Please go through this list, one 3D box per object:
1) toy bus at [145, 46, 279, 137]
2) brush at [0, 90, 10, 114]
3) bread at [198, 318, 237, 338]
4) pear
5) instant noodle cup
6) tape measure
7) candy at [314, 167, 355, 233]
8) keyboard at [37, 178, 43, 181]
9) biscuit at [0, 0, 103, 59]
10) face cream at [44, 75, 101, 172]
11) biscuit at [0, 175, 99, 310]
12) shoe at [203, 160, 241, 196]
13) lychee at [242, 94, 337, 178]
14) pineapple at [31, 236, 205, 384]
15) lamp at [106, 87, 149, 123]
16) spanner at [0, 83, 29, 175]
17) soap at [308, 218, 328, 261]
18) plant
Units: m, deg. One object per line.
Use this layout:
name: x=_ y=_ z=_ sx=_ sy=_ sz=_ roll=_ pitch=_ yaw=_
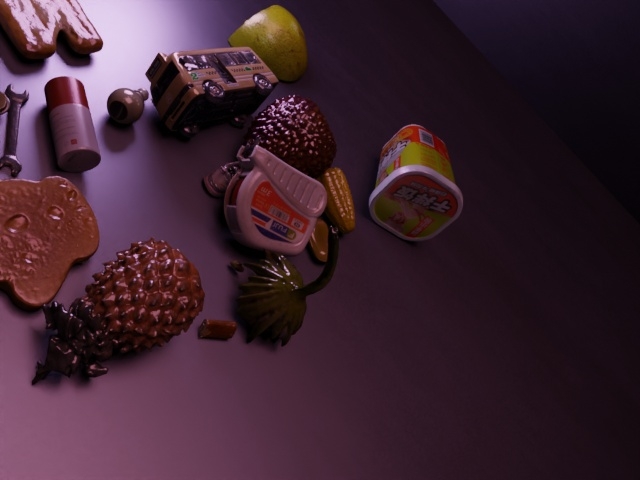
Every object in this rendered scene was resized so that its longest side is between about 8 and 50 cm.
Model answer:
toy bus: x=-0.301 y=-0.428 z=1.746 sx=0.202 sy=0.177 sz=0.365 roll=54 pitch=37 yaw=6
brush: x=-0.778 y=-0.402 z=1.450 sx=0.062 sy=0.027 sz=0.266 roll=-15 pitch=69 yaw=-22
bread: x=-0.241 y=0.206 z=1.460 sx=0.083 sy=0.047 sz=0.036 roll=12 pitch=24 yaw=-36
pear: x=-0.129 y=-0.655 z=2.093 sx=0.239 sy=0.139 sz=0.288 roll=55 pitch=44 yaw=-6
instant noodle cup: x=0.311 y=-0.205 z=2.055 sx=0.294 sy=0.294 sz=0.308 roll=30 pitch=40 yaw=-19
tape measure: x=-0.128 y=-0.099 z=1.641 sx=0.258 sy=0.130 sz=0.265 roll=29 pitch=82 yaw=-33
candy: x=0.050 y=-0.113 z=1.877 sx=0.094 sy=0.106 sz=0.199 roll=4 pitch=62 yaw=-59
keyboard: x=-0.654 y=-0.085 z=1.342 sx=0.195 sy=0.018 sz=0.060 roll=-34 pitch=89 yaw=-46
biscuit: x=-0.723 y=-0.592 z=1.604 sx=0.237 sy=0.062 sz=0.291 roll=-29 pitch=82 yaw=-47
face cream: x=-0.587 y=-0.275 z=1.471 sx=0.095 sy=0.096 sz=0.214 roll=-1 pitch=62 yaw=-40
biscuit: x=-0.615 y=0.007 z=1.277 sx=0.343 sy=0.057 sz=0.287 roll=-20 pitch=80 yaw=-46
shoe: x=-0.225 y=-0.175 z=1.699 sx=0.180 sy=0.092 sz=0.089 roll=-6 pitch=65 yaw=-42
lychee: x=-0.096 y=-0.279 z=1.785 sx=0.271 sy=0.271 sz=0.271 roll=21 pitch=50 yaw=-27
pineapple: x=-0.423 y=0.153 z=1.251 sx=0.357 sy=0.223 sz=0.223 roll=-34 pitch=85 yaw=-36
lamp: x=-0.491 y=-0.364 z=1.629 sx=0.091 sy=0.091 sz=0.163 roll=40 pitch=29 yaw=-10
spanner: x=-0.701 y=-0.255 z=1.423 sx=0.054 sy=0.015 sz=0.255 roll=10 pitch=56 yaw=-33
soap: x=-0.001 y=0.001 z=1.795 sx=0.089 sy=0.045 sz=0.140 roll=-5 pitch=64 yaw=-44
plant: x=-0.081 y=0.120 z=1.455 sx=0.180 sy=0.333 sz=0.251 roll=-9 pitch=83 yaw=-27
